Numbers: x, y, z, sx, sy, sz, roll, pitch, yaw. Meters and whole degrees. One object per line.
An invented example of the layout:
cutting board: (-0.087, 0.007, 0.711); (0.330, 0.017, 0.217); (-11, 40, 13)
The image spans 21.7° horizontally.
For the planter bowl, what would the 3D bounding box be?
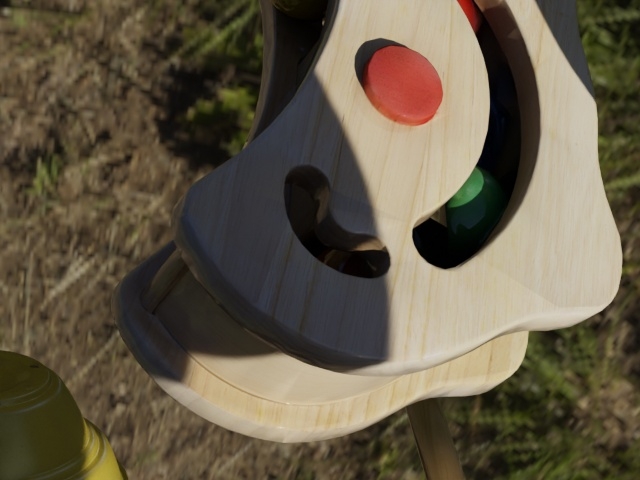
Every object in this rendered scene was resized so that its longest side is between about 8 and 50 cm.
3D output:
planter bowl: (-0.243, 0.135, 1.188); (0.217, 0.090, 0.217); (4, 18, -1)

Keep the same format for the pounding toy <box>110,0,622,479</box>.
pounding toy: (0.000, 0.000, 0.590); (0.154, 0.155, 0.269); (8, 62, -22)
